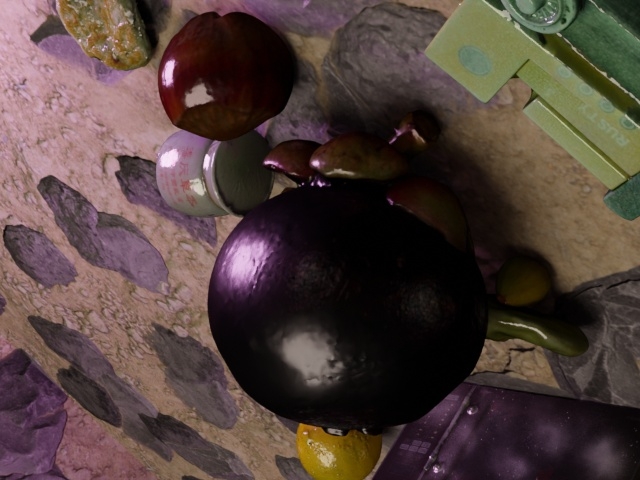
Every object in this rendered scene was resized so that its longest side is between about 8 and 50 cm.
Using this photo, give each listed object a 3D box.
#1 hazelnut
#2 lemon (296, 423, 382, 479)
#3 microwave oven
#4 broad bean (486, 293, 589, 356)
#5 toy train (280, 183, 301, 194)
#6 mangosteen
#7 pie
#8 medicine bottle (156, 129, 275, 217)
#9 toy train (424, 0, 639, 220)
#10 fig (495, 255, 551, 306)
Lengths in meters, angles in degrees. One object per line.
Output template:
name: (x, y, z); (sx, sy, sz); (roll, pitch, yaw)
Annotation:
hazelnut: (-0.136, -0.230, 1.431); (0.201, 0.161, 0.170); (-17, 141, 10)
lemon: (0.039, 0.398, 1.982); (0.173, 0.173, 0.206); (11, 151, 36)
microwave oven: (0.365, 0.447, 1.657); (0.432, 0.236, 0.374); (3, 133, 43)
broad bean: (0.283, 0.120, 1.456); (0.206, 0.153, 0.072); (7, 91, 45)
toy train: (0.000, 0.000, 1.578); (0.089, 0.127, 0.219); (5, 135, 41)
mangosteen: (0.038, 0.042, 1.352); (0.382, 0.382, 0.435); (6, 98, 40)
pie: (-0.337, -0.345, 1.572); (0.187, 0.041, 0.187); (25, 145, 20)
medicine bottle: (-0.165, -0.108, 1.590); (0.143, 0.147, 0.147); (5, 134, 40)
toy train: (0.301, -0.183, 1.044); (0.397, 0.160, 0.253); (39, 154, 0)
fig: (0.280, 0.062, 1.414); (0.074, 0.088, 0.074); (31, 136, 34)
